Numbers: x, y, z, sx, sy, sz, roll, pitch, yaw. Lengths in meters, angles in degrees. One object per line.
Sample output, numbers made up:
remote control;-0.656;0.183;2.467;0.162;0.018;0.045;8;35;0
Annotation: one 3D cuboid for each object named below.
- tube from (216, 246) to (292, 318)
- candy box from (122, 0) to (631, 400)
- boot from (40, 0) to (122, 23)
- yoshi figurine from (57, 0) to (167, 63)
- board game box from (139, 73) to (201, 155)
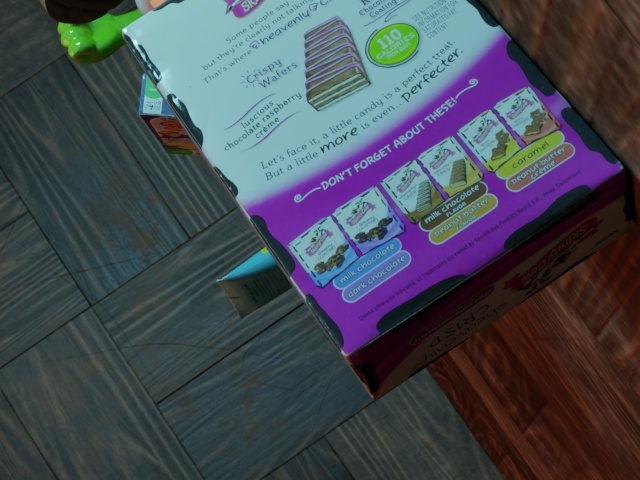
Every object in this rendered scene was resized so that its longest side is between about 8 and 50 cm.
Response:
tube;0.000;0.000;1.417;0.052;0.207;0.080;53;175;37
candy box;0.025;-0.058;0.765;0.233;0.159;0.071;55;176;28
boot;-0.219;-0.349;1.300;0.089;0.236;0.269;10;-150;-42
yoshi figurine;-0.160;-0.272;1.364;0.362;0.204;0.203;-124;17;-48
board game box;-0.033;-0.093;1.196;0.136;0.201;0.035;67;-152;-79
